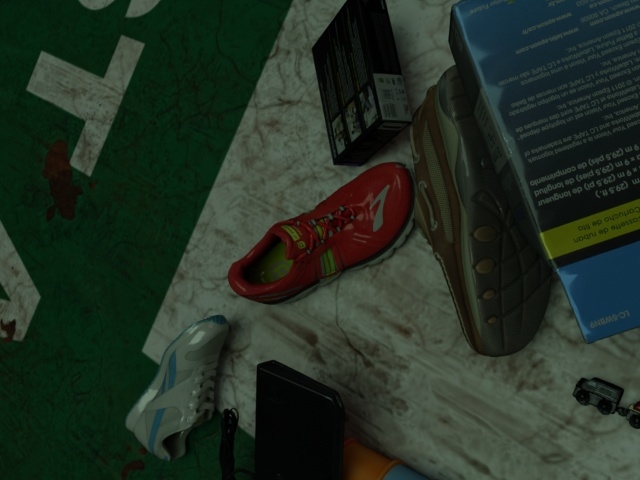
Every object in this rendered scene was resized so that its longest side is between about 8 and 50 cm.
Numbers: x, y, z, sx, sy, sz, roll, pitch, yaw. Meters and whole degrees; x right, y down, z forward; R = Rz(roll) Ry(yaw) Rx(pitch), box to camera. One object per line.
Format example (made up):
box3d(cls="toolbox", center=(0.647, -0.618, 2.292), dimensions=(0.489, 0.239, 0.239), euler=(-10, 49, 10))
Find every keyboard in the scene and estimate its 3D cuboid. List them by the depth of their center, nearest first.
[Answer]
box3d(cls="keyboard", center=(-0.055, 0.293, 0.780), dimensions=(0.201, 0.033, 0.317), euler=(15, 111, 34))

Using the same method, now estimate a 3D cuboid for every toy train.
box3d(cls="toy train", center=(0.334, 0.176, 0.640), dimensions=(0.158, 0.027, 0.036), euler=(22, 83, 31))

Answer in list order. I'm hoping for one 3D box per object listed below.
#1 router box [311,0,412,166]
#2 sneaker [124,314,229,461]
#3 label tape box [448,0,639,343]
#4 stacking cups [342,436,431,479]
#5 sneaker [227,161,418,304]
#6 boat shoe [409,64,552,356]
box3d(cls="router box", center=(0.047, -0.201, 0.813), dimensions=(0.133, 0.046, 0.179), euler=(-34, 62, 59))
box3d(cls="sneaker", center=(-0.182, 0.204, 0.901), dimensions=(0.092, 0.087, 0.228), euler=(38, 108, 21))
box3d(cls="label tape box", center=(0.290, -0.100, 0.613), dimensions=(0.241, 0.106, 0.333), euler=(-19, 83, 6))
box3d(cls="stacking cups", center=(0.101, 0.304, 0.723), dimensions=(0.316, 0.096, 0.096), euler=(18, 91, 35))
box3d(cls="sneaker", center=(0.000, 0.000, 0.802), dimensions=(0.279, 0.118, 0.107), euler=(-37, 68, 20))
box3d(cls="boat shoe", center=(0.170, -0.031, 0.725), dimensions=(0.116, 0.123, 0.324), euler=(-28, 62, 58))
